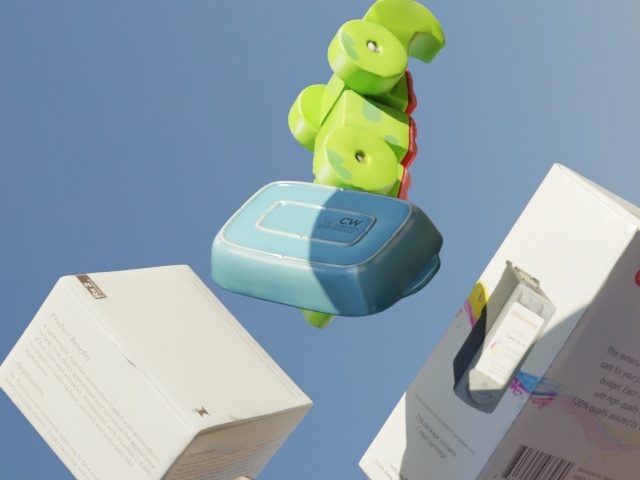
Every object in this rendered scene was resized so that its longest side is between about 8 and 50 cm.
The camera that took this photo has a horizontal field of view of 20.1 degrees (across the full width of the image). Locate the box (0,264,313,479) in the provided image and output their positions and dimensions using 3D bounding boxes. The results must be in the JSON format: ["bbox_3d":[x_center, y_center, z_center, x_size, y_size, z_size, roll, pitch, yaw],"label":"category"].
[{"bbox_3d":[-0.137,0.125,1.501,0.181,0.119,0.182,47,-156,21],"label":"box"}]

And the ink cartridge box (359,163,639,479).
[{"bbox_3d":[0.211,0.122,1.489,0.226,0.306,0.131,24,-168,-40],"label":"ink cartridge box"}]

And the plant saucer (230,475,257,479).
[{"bbox_3d":[-0.005,0.218,1.367,0.029,0.168,0.168,-65,-25,-6],"label":"plant saucer"}]

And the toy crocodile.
[{"bbox_3d":[0.034,-0.072,1.482,0.115,0.105,0.340,124,162,-44],"label":"toy crocodile"}]

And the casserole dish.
[{"bbox_3d":[0.000,0.000,1.316,0.114,0.188,0.037,-48,-45,-36],"label":"casserole dish"}]
